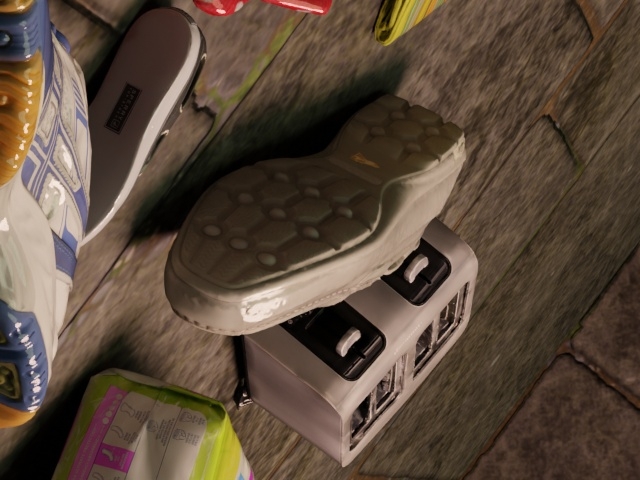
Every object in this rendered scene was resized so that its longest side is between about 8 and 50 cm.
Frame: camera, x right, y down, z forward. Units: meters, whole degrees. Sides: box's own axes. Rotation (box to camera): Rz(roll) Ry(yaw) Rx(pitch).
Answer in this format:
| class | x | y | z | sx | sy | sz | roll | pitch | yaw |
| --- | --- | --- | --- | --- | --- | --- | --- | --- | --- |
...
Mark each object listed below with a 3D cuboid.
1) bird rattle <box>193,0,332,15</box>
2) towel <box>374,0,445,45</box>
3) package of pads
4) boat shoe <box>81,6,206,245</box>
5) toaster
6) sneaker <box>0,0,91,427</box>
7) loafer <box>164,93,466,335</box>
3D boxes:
| class | x | y | z | sx | sy | sz | roll | pitch | yaw |
| --- | --- | --- | --- | --- | --- | --- | --- | --- | --- |
| bird rattle | -0.027 | -0.212 | 0.776 | 0.253 | 0.143 | 0.207 | -43 | 155 | 14 |
| towel | 0.119 | -0.217 | 1.283 | 0.237 | 0.021 | 0.102 | -41 | 166 | -39 |
| package of pads | -0.136 | 0.249 | 1.258 | 0.229 | 0.101 | 0.296 | 79 | 29 | -71 |
| boat shoe | -0.100 | -0.051 | 0.965 | 0.142 | 0.049 | 0.040 | -56 | 165 | 5 |
| toaster | 0.024 | 0.066 | 1.453 | 0.168 | 0.110 | 0.185 | -46 | 163 | -18 |
| sneaker | -0.148 | -0.059 | 0.760 | 0.296 | 0.112 | 0.131 | 98 | 5 | -48 |
| loafer | 0.000 | 0.000 | 1.241 | 0.319 | 0.112 | 0.111 | -30 | 145 | -55 |
